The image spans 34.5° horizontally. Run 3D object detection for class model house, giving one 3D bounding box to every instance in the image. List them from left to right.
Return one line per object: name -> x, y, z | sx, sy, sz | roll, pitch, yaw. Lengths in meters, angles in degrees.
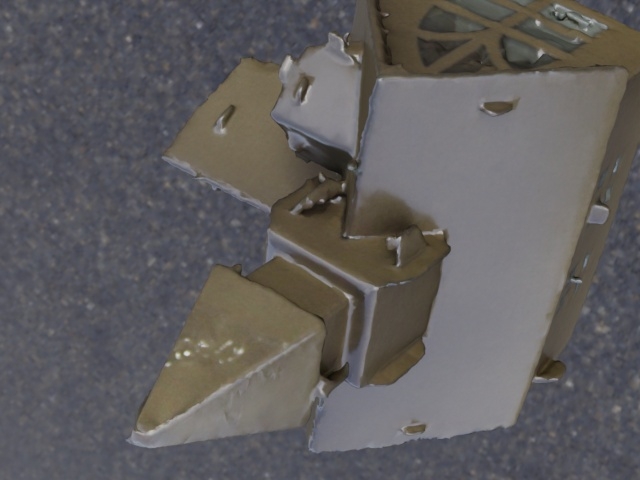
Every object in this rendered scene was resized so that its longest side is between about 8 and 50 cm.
model house -> 0.000, 0.000, 0.406 | 0.176, 0.248, 0.181 | 28, 128, 24
